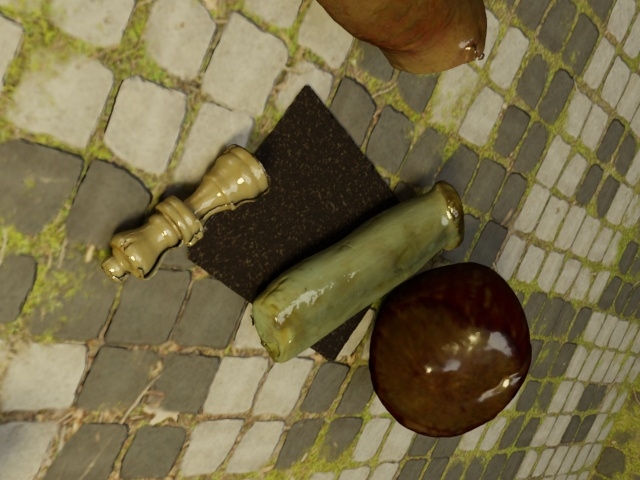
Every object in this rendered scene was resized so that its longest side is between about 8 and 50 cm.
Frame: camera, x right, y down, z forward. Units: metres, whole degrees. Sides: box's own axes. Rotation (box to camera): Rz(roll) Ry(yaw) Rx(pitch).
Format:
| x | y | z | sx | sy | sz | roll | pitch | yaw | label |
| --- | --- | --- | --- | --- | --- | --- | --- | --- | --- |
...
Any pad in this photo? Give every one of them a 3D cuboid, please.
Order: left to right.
| x | y | z | sx | sy | sz | roll | pitch | yaw | label |
| --- | --- | --- | --- | --- | --- | --- | --- | --- | --- |
| 0.000 | 0.000 | 0.895 | 0.220 | 0.004 | 0.330 | -55 | 141 | -8 | pad |

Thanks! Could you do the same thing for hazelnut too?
| x | y | z | sx | sy | sz | roll | pitch | yaw | label |
| --- | --- | --- | --- | --- | --- | --- | --- | --- | --- |
| 0.160 | 0.135 | 1.019 | 0.234 | 0.218 | 0.218 | -50 | 143 | 16 | hazelnut |

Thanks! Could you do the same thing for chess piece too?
| x | y | z | sx | sy | sz | roll | pitch | yaw | label |
| --- | --- | --- | --- | --- | --- | --- | --- | --- | --- |
| -0.127 | -0.020 | 0.707 | 0.172 | 0.060 | 0.060 | -41 | 137 | -22 | chess piece |

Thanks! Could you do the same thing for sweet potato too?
| x | y | z | sx | sy | sz | roll | pitch | yaw | label |
| --- | --- | --- | --- | --- | --- | --- | --- | --- | --- |
| 0.034 | -0.260 | 0.687 | 0.337 | 0.131 | 0.131 | 23 | 94 | -50 | sweet potato |

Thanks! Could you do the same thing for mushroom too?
| x | y | z | sx | sy | sz | roll | pitch | yaw | label |
| --- | --- | --- | --- | --- | --- | --- | --- | --- | --- |
| 0.054 | 0.026 | 0.906 | 0.312 | 0.081 | 0.100 | -31 | 129 | -26 | mushroom |
